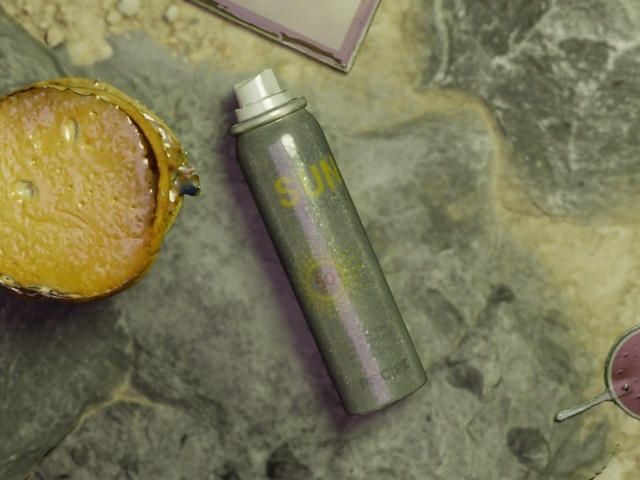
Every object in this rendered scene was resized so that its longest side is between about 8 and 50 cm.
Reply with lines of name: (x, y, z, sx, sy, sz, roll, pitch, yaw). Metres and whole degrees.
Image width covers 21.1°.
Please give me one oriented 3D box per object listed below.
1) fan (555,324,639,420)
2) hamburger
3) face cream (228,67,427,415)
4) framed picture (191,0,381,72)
fan: (0.251, 0.117, 1.389, 0.133, 0.005, 0.085, -26, 95, 9)
hamburger: (-0.202, -0.035, 1.368, 0.182, 0.118, 0.191, 30, 98, 5)
face cream: (0.000, 0.000, 1.369, 0.073, 0.073, 0.283, -22, 95, 10)
framed picture: (-0.007, -0.271, 1.360, 0.173, 0.010, 0.231, 26, 101, 3)
